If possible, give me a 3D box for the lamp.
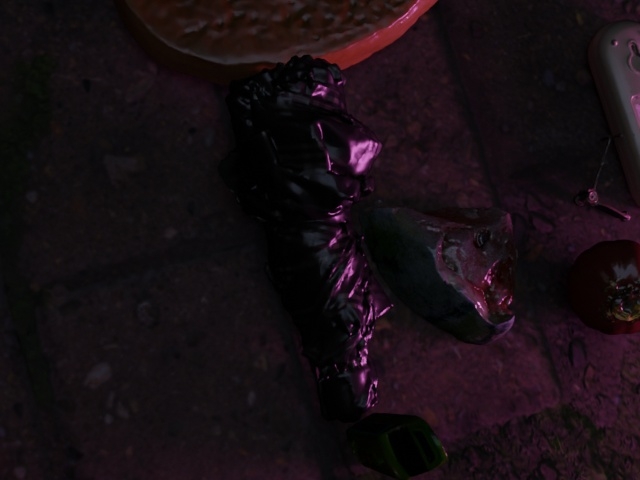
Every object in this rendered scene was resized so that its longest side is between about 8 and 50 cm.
[{"bbox_3d":[0.297,0.046,0.932,0.101,0.090,0.101,1,114,2],"label":"lamp"}]

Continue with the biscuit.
[{"bbox_3d":[-0.044,-0.343,0.963,0.385,0.062,0.365,-21,83,-11],"label":"biscuit"}]

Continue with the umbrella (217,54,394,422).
[{"bbox_3d":[0.011,-0.006,0.887,0.154,0.128,0.337,-24,92,11],"label":"umbrella"}]

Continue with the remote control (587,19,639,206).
[{"bbox_3d":[0.349,-0.132,0.995,0.078,0.042,0.222,-13,82,-10],"label":"remote control"}]

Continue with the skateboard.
[{"bbox_3d":[0.310,-0.068,0.987,0.063,0.032,0.083,22,79,-14],"label":"skateboard"}]

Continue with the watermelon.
[{"bbox_3d":[0.136,0.007,0.928,0.187,0.071,0.139,46,73,2],"label":"watermelon"}]

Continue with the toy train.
[{"bbox_3d":[0.059,0.180,0.809,0.042,0.209,0.044,-28,85,-11],"label":"toy train"}]
